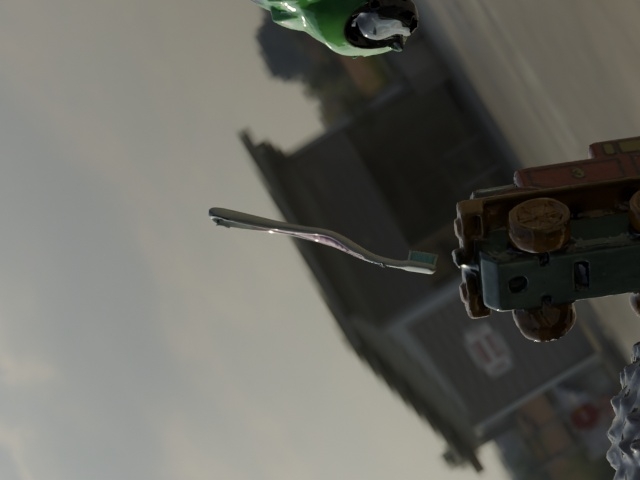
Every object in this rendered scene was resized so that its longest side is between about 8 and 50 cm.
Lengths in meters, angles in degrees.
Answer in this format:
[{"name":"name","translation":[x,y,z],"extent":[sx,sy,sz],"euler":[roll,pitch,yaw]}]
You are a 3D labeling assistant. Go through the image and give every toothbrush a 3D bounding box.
[{"name":"toothbrush","translation":[0.000,0.000,1.413],"extent":[0.017,0.204,0.022],"euler":[84,-158,-54]}]

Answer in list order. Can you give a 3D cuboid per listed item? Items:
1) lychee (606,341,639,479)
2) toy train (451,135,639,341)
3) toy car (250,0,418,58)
[{"name":"lychee","translation":[0.491,0.198,1.694],"extent":[0.432,0.380,0.380],"euler":[-30,93,52]},{"name":"toy train","translation":[0.338,-0.016,2.015],"extent":[0.232,0.369,0.163],"euler":[-99,1,-57]},{"name":"toy car","translation":[-0.037,-0.323,1.696],"extent":[0.358,0.176,0.213],"euler":[37,-141,-54]}]
